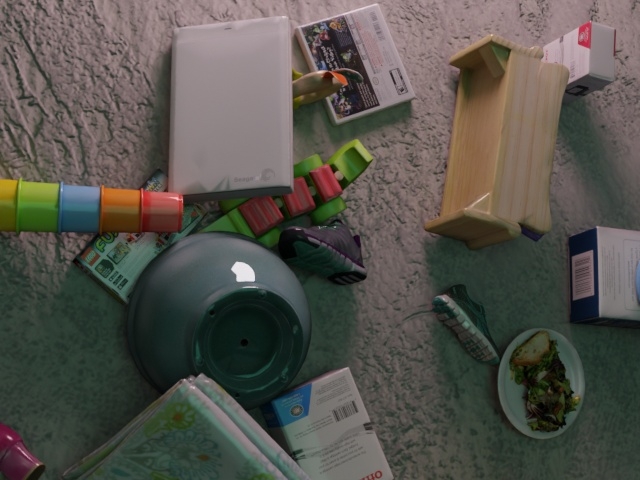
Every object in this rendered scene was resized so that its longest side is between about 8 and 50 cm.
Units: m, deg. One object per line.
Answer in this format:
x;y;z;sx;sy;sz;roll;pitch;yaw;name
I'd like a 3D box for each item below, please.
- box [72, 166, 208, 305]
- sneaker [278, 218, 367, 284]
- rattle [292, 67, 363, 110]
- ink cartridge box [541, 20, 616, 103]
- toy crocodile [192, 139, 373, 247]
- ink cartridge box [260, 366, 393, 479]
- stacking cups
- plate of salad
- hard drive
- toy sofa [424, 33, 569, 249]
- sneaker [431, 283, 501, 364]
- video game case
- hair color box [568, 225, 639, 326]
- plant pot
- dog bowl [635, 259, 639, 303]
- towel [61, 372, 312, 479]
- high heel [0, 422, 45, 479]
-0.291;-0.007;1.798;0.114;0.036;0.207;42;69;-8;box
0.000;0.000;1.849;0.224;0.083;0.098;33;50;-53;sneaker
-0.017;-0.302;1.868;0.130;0.200;0.142;2;79;-20;rattle
0.486;-0.334;2.088;0.063;0.150;0.109;10;76;-22;ink cartridge box
-0.058;-0.064;1.858;0.340;0.105;0.115;-28;90;-22;toy crocodile
0.008;0.331;1.816;0.148;0.086;0.203;-21;88;-23;ink cartridge box
-0.375;-0.053;1.727;0.316;0.096;0.096;1;79;-14;stacking cups
0.405;0.257;1.986;0.200;0.048;0.199;4;82;-28;plate of salad
-0.148;-0.217;1.821;0.203;0.040;0.307;-5;70;9;hard drive
0.318;-0.170;1.994;0.177;0.150;0.362;15;75;-22;toy sofa
0.275;0.146;1.966;0.076;0.065;0.166;-44;101;-30;sneaker
0.063;-0.319;1.998;0.173;0.022;0.190;-21;88;-23;video game case
0.643;0.081;2.088;0.347;0.105;0.174;6;77;-19;hair color box
-0.136;0.142;1.699;0.293;0.196;0.293;-3;99;-20;plant pot
0.722;0.077;2.021;0.297;0.074;0.166;-2;80;-22;dog bowl
-0.167;0.407;1.628;0.374;0.320;0.090;46;27;-6;towel
-0.526;0.385;1.628;0.117;0.082;0.244;36;81;19;high heel
